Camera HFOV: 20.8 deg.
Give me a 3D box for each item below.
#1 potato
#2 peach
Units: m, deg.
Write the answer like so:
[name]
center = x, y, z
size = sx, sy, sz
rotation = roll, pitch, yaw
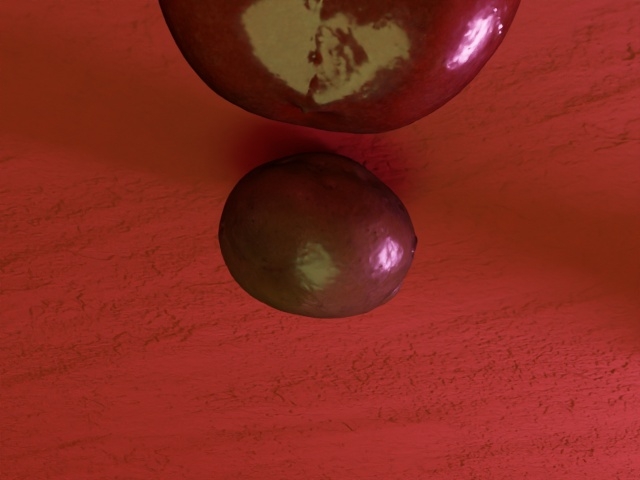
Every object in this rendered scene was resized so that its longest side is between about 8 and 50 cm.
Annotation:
[potato]
center = 0.000, 0.000, 1.623
size = 0.178, 0.160, 0.235
rotation = 37, -176, 25
[peach]
center = 0.012, -0.187, 1.119
size = 0.252, 0.252, 0.252
rotation = 5, 155, 2
